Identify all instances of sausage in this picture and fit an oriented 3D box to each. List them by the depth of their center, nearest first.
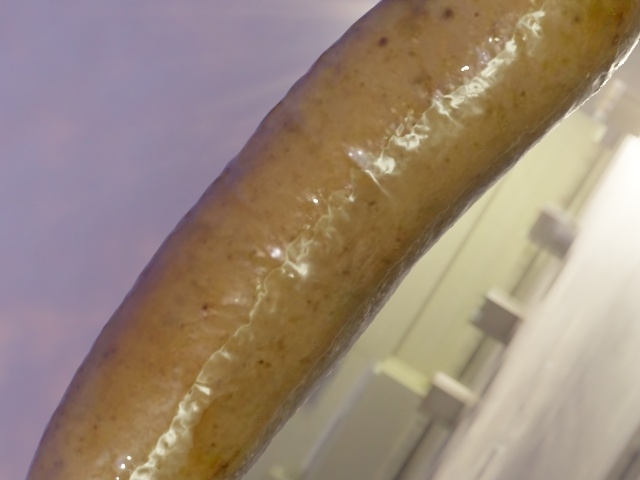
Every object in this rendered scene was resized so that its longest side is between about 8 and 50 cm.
[{"bbox_3d":[-0.002,-0.001,1.028,0.501,0.136,0.123,-48,-35,0],"label":"sausage"}]
